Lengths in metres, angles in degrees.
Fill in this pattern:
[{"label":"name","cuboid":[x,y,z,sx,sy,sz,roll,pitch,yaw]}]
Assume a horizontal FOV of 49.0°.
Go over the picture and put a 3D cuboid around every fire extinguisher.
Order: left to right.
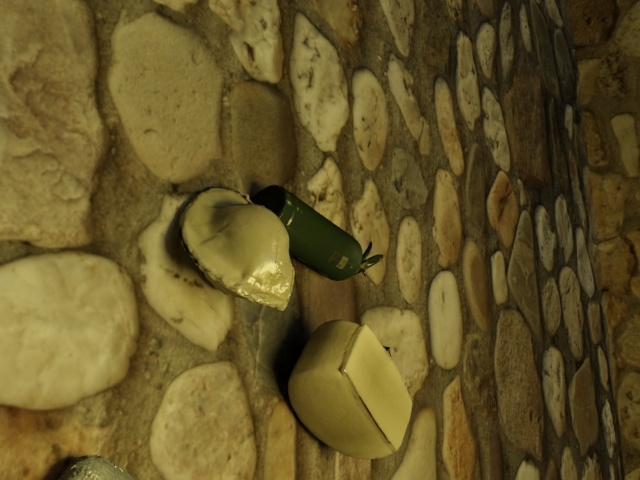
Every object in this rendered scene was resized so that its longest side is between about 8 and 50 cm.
[{"label":"fire extinguisher","cuboid":[0.000,0.000,1.310,0.311,0.114,0.095,36,10,-44]}]

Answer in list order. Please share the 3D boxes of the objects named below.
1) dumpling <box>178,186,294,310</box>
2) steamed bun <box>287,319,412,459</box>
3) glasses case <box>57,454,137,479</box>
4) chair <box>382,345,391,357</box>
[{"label":"dumpling","cuboid":[-0.141,0.013,1.105,0.172,0.142,0.247,6,44,-44]},{"label":"steamed bun","cuboid":[0.043,0.267,1.254,0.241,0.164,0.146,58,40,-24]},{"label":"glasses case","cuboid":[-0.244,0.390,0.923,0.282,0.067,0.109,55,46,-32]},{"label":"chair","cuboid":[0.122,0.228,1.474,0.042,0.037,0.086,-33,113,-39]}]
